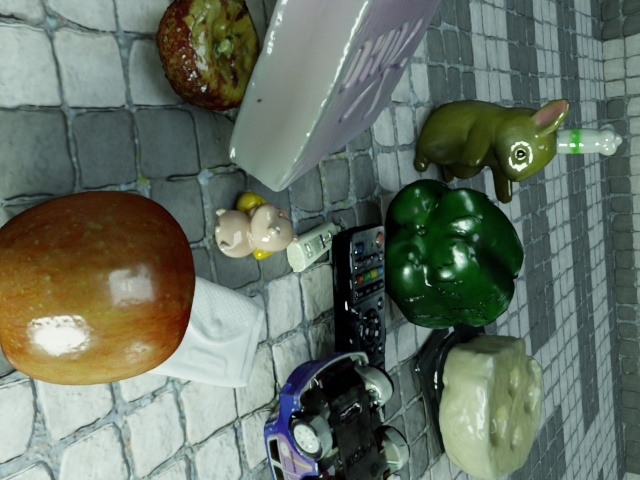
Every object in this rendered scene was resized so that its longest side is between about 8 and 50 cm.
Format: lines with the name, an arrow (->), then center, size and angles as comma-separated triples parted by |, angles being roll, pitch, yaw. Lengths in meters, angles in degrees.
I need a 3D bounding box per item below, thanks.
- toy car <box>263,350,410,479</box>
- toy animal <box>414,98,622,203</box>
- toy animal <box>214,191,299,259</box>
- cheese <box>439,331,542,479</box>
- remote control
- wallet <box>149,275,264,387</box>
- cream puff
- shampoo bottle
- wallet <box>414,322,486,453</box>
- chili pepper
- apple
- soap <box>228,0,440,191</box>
toy car -> 0.006, 0.271, 0.807 | 0.172, 0.158, 0.235 | -21, 103, -46
toy animal -> 0.361, -0.178, 1.136 | 0.181, 0.363, 0.180 | 22, 86, -46
toy animal -> -0.079, -0.022, 0.766 | 0.114, 0.082, 0.091 | 5, 84, -51
cheese -> 0.369, 0.340, 1.249 | 0.318, 0.115, 0.326 | -51, 128, -34
remote control -> 0.061, 0.171, 0.940 | 0.145, 0.062, 0.398 | -13, 104, -60
wallet -> -0.141, 0.114, 0.725 | 0.183, 0.032, 0.124 | 30, 68, -49
cream puff -> -0.135, -0.227, 0.692 | 0.149, 0.085, 0.148 | -27, 121, -58
shampoo bottle -> 0.000, 0.000, 0.907 | 0.141, 0.034, 0.048 | -32, 107, -48
wallet -> 0.303, 0.273, 1.291 | 0.323, 0.041, 0.246 | -41, 122, -47
chili pepper -> 0.228, 0.020, 1.035 | 0.257, 0.234, 0.248 | 40, 49, -54
apple -> -0.205, 0.044, 0.536 | 0.169, 0.181, 0.180 | -11, 98, -27
soap -> 0.028, -0.238, 0.761 | 0.107, 0.285, 0.296 | 38, 43, 9
